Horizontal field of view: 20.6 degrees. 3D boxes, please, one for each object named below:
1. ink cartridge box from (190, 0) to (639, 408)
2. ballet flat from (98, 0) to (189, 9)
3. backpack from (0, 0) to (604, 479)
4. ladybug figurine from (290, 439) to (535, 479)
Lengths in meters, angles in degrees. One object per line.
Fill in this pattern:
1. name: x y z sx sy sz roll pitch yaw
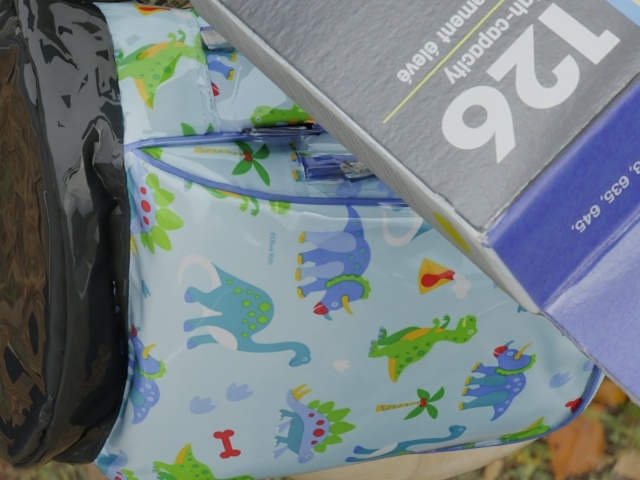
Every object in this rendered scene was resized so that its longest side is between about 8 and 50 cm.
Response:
1. ink cartridge box: 0.133 -0.134 0.735 0.303 0.072 0.307 -45 57 -3
2. ballet flat: -0.216 -0.188 1.111 0.182 0.483 0.164 4 80 -39
3. backpack: 0.000 0.000 0.983 0.356 0.290 0.273 -12 41 -30
4. ladybug figurine: 0.070 0.076 1.577 0.449 0.162 0.305 -6 40 47
